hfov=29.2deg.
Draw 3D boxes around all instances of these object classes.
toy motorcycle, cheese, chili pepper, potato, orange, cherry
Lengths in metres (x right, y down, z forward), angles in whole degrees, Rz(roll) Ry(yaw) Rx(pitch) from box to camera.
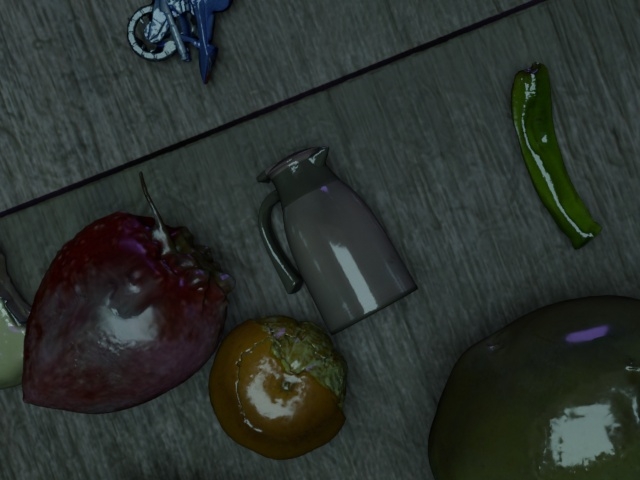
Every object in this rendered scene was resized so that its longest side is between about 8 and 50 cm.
[{"bbox_3d":[-0.131,-0.280,1.321,0.114,0.076,0.205,20,95,-3],"label":"toy motorcycle"},{"bbox_3d":[-0.416,0.104,1.359,0.248,0.071,0.163,-21,90,6],"label":"cheese"},{"bbox_3d":[0.243,-0.087,1.304,0.052,0.050,0.202,-22,93,-11],"label":"chili pepper"},{"bbox_3d":[0.266,0.181,1.228,0.326,0.221,0.243,-13,93,10],"label":"potato"},{"bbox_3d":[-0.044,0.154,1.305,0.156,0.134,0.157,2,83,-18],"label":"orange"},{"bbox_3d":[-0.212,0.083,1.278,0.249,0.175,0.192,-44,94,-11],"label":"cherry"}]

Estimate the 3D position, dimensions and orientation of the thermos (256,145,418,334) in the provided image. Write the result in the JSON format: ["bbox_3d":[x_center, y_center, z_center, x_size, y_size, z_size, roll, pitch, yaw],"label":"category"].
[{"bbox_3d":[0.000,0.000,1.311,0.137,0.105,0.193,-32,85,37],"label":"thermos"}]
